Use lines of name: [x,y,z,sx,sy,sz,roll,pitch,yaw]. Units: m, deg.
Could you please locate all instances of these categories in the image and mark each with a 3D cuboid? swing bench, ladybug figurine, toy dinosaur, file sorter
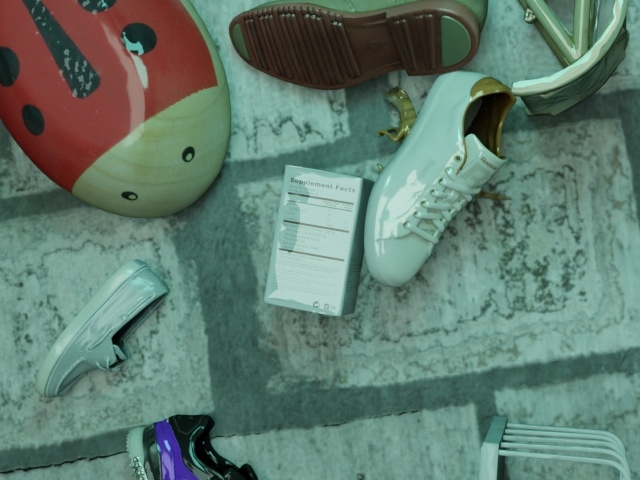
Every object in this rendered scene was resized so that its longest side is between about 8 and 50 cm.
swing bench: [0.285,-0.293,1.761,0.165,0.253,0.254,-16,87,11]
ladybug figurine: [-0.305,-0.232,1.927,0.305,0.162,0.449,-39,82,9]
toy dinosaur: [0.135,-0.104,1.887,0.112,0.064,0.211,-38,83,8]
file sorter: [0.277,0.325,1.746,0.173,0.278,0.192,3,90,10]

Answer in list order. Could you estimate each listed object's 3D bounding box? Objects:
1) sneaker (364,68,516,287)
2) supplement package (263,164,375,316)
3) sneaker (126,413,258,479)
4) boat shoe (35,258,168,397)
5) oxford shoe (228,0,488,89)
sneaker: [0.149,-0.073,1.795,0.123,0.106,0.290,19,85,51]
supplement package: [0.000,0.000,1.892,0.105,0.105,0.179,10,91,12]
sneaker: [-0.141,0.362,1.919,0.146,0.102,0.293,-22,85,10]
boat shoe: [-0.290,0.132,1.963,0.081,0.079,0.227,40,94,14]
oxford shoe: [0.052,-0.278,1.897,0.348,0.130,0.123,3,131,23]
